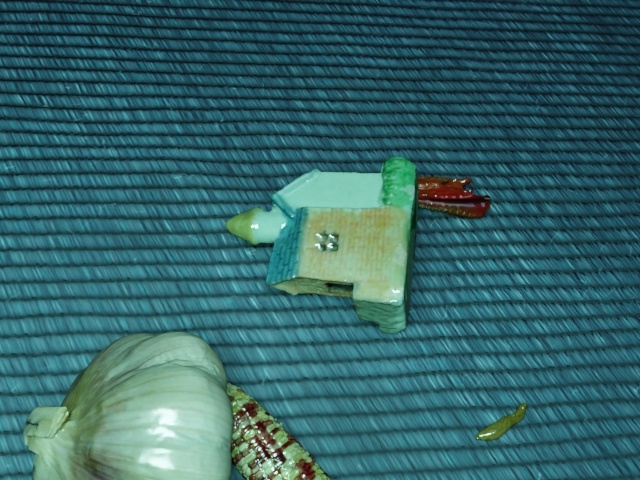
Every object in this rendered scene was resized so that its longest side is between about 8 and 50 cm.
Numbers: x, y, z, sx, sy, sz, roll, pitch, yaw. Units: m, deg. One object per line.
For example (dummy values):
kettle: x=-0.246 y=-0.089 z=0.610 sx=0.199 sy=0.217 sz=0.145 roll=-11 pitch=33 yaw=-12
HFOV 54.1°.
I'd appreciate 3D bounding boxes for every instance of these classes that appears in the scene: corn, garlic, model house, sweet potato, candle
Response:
corn: x=-0.082 y=0.326 z=0.946 sx=0.098 sy=0.098 sz=0.290 roll=-40 pitch=72 yaw=-23
garlic: x=-0.245 y=0.274 z=0.852 sx=0.322 sy=0.241 sz=0.321 roll=-5 pitch=75 yaw=18
model house: x=0.000 y=0.000 z=1.095 sx=0.325 sy=0.194 sz=0.267 roll=5 pitch=67 yaw=10
sweet potato: x=0.308 y=0.308 z=1.049 sx=0.115 sy=0.026 sz=0.026 roll=-23 pitch=69 yaw=-21
candle: x=0.181 y=-0.090 z=1.211 sx=0.302 sy=0.059 sz=0.084 roll=4 pitch=54 yaw=-6
